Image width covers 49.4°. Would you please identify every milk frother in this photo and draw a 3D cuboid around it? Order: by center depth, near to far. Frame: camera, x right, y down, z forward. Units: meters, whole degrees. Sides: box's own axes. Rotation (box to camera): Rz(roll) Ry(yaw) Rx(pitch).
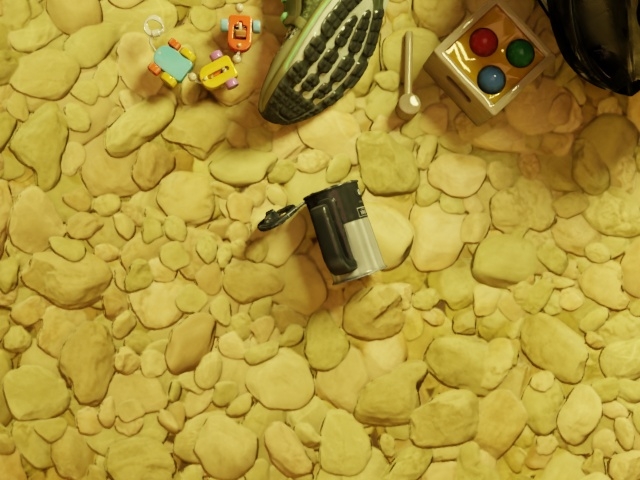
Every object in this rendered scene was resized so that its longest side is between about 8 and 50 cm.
[{"bbox_3d":[0.000,0.000,0.997,0.143,0.129,0.134,-20,88,39],"label":"milk frother"}]

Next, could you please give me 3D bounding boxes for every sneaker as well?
[{"bbox_3d":[-0.002,-0.361,1.006,0.182,0.158,0.410,27,88,29],"label":"sneaker"}]

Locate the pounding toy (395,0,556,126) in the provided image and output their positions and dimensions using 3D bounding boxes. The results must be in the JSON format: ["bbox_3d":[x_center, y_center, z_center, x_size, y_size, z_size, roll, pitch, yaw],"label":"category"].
[{"bbox_3d":[0.197,-0.253,1.008,0.206,0.094,0.181,-43,91,-4],"label":"pounding toy"}]

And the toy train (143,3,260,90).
[{"bbox_3d":[-0.170,-0.277,1.015,0.166,0.046,0.125,-3,87,-6],"label":"toy train"}]

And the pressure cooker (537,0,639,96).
[{"bbox_3d":[0.461,-0.411,0.891,0.420,0.375,0.370,-39,93,-5],"label":"pressure cooker"}]
